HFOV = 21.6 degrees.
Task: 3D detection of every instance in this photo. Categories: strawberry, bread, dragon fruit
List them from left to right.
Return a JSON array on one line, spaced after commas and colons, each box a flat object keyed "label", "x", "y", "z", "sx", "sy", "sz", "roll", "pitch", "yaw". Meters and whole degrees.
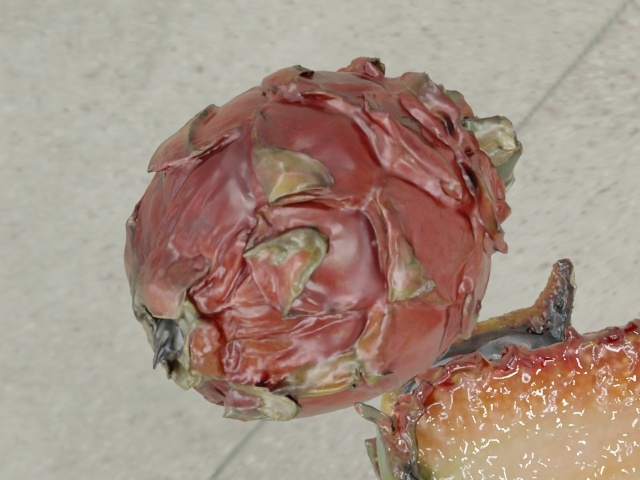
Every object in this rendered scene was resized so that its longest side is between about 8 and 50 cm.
[{"label": "dragon fruit", "x": 0.000, "y": 0.000, "z": 1.293, "sx": 0.342, "sy": 0.277, "sz": 0.277, "roll": -28, "pitch": 86, "yaw": -17}, {"label": "bread", "x": 0.186, "y": 0.138, "z": 1.741, "sx": 0.269, "sy": 0.095, "sz": 0.139, "roll": -30, "pitch": 88, "yaw": -17}, {"label": "strawberry", "x": 0.121, "y": 0.131, "z": 0.868, "sx": 0.208, "sy": 0.087, "sz": 0.167, "roll": -8, "pitch": 84, "yaw": -18}]
